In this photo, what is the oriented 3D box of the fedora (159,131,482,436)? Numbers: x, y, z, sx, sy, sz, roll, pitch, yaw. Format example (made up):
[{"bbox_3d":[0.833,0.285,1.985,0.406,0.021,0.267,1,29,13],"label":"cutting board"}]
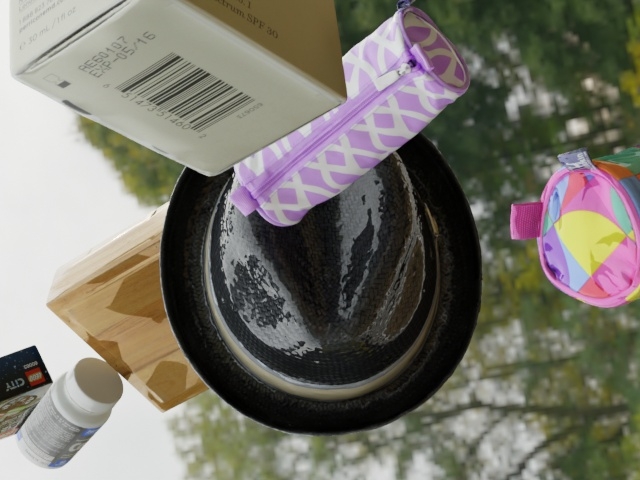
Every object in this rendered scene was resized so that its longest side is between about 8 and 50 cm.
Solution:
[{"bbox_3d":[0.000,0.000,1.303,0.152,0.334,0.334,89,176,-70],"label":"fedora"}]

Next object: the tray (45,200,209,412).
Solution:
[{"bbox_3d":[-0.078,0.028,1.589,0.203,0.411,0.076,47,-153,-28],"label":"tray"}]

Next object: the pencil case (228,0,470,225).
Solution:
[{"bbox_3d":[0.023,-0.093,1.134,0.086,0.206,0.088,46,-152,-8],"label":"pencil case"}]

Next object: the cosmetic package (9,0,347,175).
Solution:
[{"bbox_3d":[-0.089,-0.212,0.852,0.160,0.113,0.309,25,-132,-45],"label":"cosmetic package"}]

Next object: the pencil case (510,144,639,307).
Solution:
[{"bbox_3d":[0.242,-0.029,0.961,0.236,0.104,0.104,-15,-86,-36],"label":"pencil case"}]

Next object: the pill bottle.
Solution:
[{"bbox_3d":[-0.290,0.199,1.688,0.078,0.137,0.078,27,-143,-23],"label":"pill bottle"}]

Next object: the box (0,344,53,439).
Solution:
[{"bbox_3d":[-0.384,0.182,1.385,0.044,0.233,0.159,62,147,13],"label":"box"}]
